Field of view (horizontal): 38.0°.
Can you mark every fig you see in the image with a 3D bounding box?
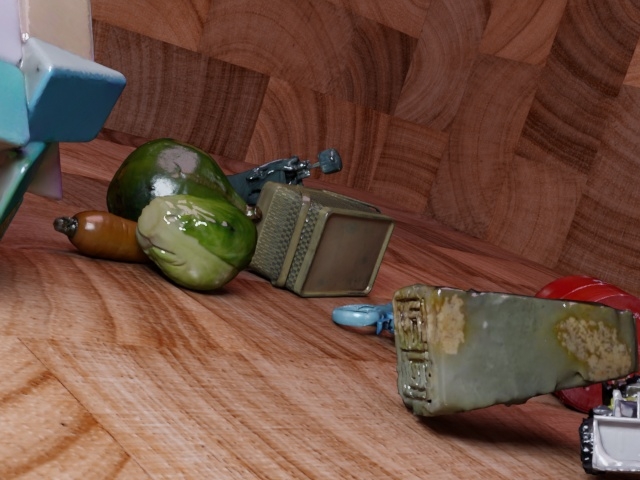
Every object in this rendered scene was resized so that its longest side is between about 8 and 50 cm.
[{"bbox_3d":[-0.222,-0.060,1.522,0.245,0.195,0.195,24,7,-14],"label":"fig"}]

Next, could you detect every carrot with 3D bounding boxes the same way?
[{"bbox_3d":[-0.254,0.008,1.404,0.336,0.069,0.069,15,8,-44],"label":"carrot"}]

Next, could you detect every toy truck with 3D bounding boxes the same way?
[{"bbox_3d":[0.368,0.212,1.067,0.136,0.111,0.286,0,-4,17],"label":"toy truck"}]

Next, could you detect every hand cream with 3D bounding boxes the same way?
[{"bbox_3d":[0.404,0.153,1.398,0.193,0.193,0.125,15,9,-21],"label":"hand cream"}]

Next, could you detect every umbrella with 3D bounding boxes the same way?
[{"bbox_3d":[-0.121,-0.090,1.721,0.349,0.094,0.143,-16,3,18],"label":"umbrella"}]

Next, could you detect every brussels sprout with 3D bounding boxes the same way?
[{"bbox_3d":[-0.172,-0.002,1.347,0.145,0.131,0.183,56,27,13],"label":"brussels sprout"}]

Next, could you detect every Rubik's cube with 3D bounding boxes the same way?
[{"bbox_3d":[-0.434,-0.133,1.002,0.358,0.387,0.368,16,-11,-43],"label":"Rubik's cube"}]

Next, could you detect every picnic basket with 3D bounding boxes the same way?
[{"bbox_3d":[0.000,0.000,1.626,0.139,0.165,0.267,25,11,31],"label":"picnic basket"}]

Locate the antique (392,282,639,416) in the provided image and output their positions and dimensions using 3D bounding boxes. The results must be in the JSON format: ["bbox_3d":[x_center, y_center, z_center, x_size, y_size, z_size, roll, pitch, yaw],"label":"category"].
[{"bbox_3d":[0.236,0.122,1.095,0.284,0.150,0.125,-1,-3,-17],"label":"antique"}]

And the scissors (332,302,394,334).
[{"bbox_3d":[0.138,0.118,1.528,0.180,0.032,0.393,8,3,15],"label":"scissors"}]
